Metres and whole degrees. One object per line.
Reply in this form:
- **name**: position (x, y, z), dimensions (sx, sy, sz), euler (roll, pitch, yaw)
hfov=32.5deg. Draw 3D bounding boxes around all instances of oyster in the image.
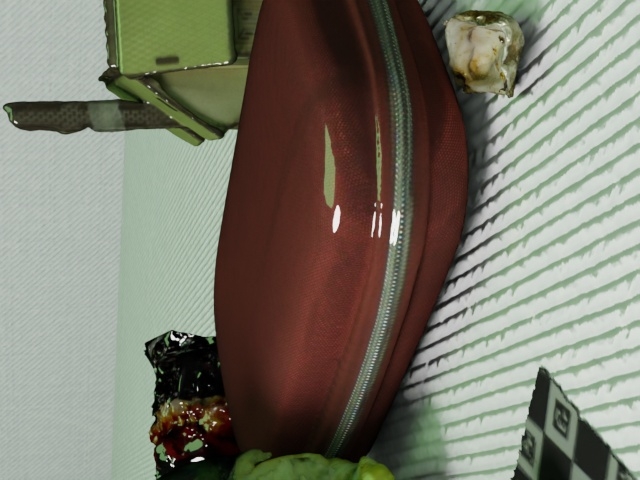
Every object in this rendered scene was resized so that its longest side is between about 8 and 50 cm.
- **oyster**: position (0.092, -0.104, 0.610), dimensions (0.093, 0.034, 0.051), euler (-145, 35, -71)

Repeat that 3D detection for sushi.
- **sushi**: position (0.121, 0.167, 0.536), dimensions (0.201, 0.031, 0.139), euler (-122, 34, -61)
- **sushi**: position (-0.100, 0.183, 1.087), dimensions (0.172, 0.153, 0.150), euler (-27, 42, 51)

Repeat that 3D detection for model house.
- **model house**: position (-0.162, -0.197, 1.054), dimensions (0.205, 0.279, 0.218), euler (178, 89, -72)

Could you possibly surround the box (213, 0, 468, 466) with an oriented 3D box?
- **box**: position (0.000, 0.000, 0.796), dimensions (0.404, 0.108, 0.263), euler (106, 157, -48)

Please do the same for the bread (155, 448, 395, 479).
- **bread**: position (-0.043, 0.297, 0.792), dimensions (0.376, 0.208, 0.251), euler (115, 143, -57)
